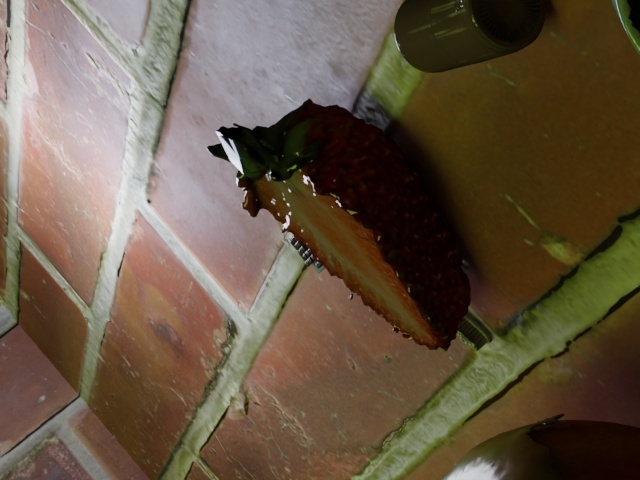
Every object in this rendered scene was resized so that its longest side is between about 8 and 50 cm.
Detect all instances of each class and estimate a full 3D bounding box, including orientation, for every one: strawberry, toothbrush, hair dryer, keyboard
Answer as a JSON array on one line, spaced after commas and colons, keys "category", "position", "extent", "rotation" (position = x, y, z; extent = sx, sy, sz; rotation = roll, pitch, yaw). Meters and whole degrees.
[{"category": "strawberry", "position": [0.034, -0.030, 1.187], "extent": [0.286, 0.106, 0.188], "rotation": [45, 163, -15]}, {"category": "toothbrush", "position": [0.068, 0.015, 1.279], "extent": [0.257, 0.024, 0.018], "rotation": [45, 155, 18]}, {"category": "hair dryer", "position": [0.077, -0.208, 0.918], "extent": [0.117, 0.064, 0.181], "rotation": [-2, 115, 63]}, {"category": "keyboard", "position": [0.000, 0.000, 1.356], "extent": [0.055, 0.017, 0.166], "rotation": [50, 164, 2]}]

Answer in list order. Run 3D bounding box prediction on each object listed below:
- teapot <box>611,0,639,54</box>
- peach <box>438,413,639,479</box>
[{"category": "teapot", "position": [0.224, -0.140, 0.654], "extent": [0.294, 0.129, 0.193], "rotation": [45, 156, 14]}, {"category": "peach", "position": [0.232, 0.322, 1.060], "extent": [0.370, 0.370, 0.370], "rotation": [40, 153, 25]}]
